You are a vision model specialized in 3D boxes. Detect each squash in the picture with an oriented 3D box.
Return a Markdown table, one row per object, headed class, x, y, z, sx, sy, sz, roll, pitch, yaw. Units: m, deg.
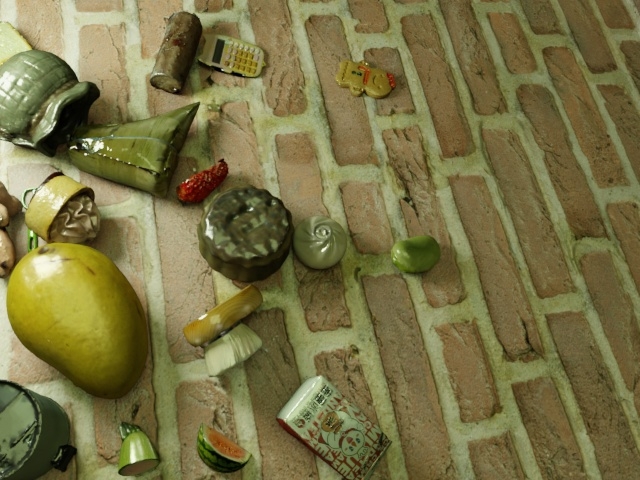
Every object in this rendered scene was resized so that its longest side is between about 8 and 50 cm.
| class | x | y | z | sx | sy | sz | roll | pitch | yaw |
| --- | --- | --- | --- | --- | --- | --- | --- | --- | --- |
| squash | -0.473 | 0.524 | 1.414 | 0.105 | 0.105 | 0.132 | -12 | 52 | -16 |

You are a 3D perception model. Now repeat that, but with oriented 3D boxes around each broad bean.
| class | x | y | z | sx | sy | sz | roll | pitch | yaw |
| --- | --- | --- | --- | --- | --- | --- | --- | --- | --- |
| broad bean | 0.307 | 0.044 | 1.772 | 0.174 | 0.082 | 0.124 | -11 | 69 | -15 |

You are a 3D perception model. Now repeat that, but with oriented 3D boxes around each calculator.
| class | x | y | z | sx | sy | sz | roll | pitch | yaw |
| --- | --- | --- | --- | --- | --- | --- | --- | --- | --- |
| calculator | -0.312 | -0.653 | 1.960 | 0.236 | 0.033 | 0.157 | 12 | 65 | -9 |

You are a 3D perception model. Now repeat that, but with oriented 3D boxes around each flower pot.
| class | x | y | z | sx | sy | sz | roll | pitch | yaw |
| --- | --- | --- | --- | --- | --- | --- | --- | --- | --- |
| flower pot | -0.819 | -0.392 | 1.613 | 0.213 | 0.302 | 0.302 | 34 | 65 | -10 |

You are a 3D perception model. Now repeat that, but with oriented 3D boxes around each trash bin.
| class | x | y | z | sx | sy | sz | roll | pitch | yaw |
| --- | --- | --- | --- | --- | --- | --- | --- | --- | --- |
| trash bin | -0.730 | 0.451 | 1.281 | 0.277 | 0.262 | 0.217 | 23 | 65 | -2 |

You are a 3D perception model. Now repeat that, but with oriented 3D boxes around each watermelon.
| class | x | y | z | sx | sy | sz | roll | pitch | yaw |
| --- | --- | --- | --- | --- | --- | --- | --- | --- | --- |
| watermelon | -0.265 | 0.557 | 1.444 | 0.163 | 0.069 | 0.087 | 31 | 66 | 0 |

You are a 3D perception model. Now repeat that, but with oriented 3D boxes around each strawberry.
| class | x | y | z | sx | sy | sz | roll | pitch | yaw |
| --- | --- | --- | --- | --- | --- | --- | --- | --- | --- |
| strawberry | -0.356 | -0.178 | 1.704 | 0.188 | 0.121 | 0.082 | -33 | 97 | -21 |

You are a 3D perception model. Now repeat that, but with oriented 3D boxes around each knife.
| class | x | y | z | sx | sy | sz | roll | pitch | yaw |
| --- | --- | --- | --- | --- | --- | --- | --- | --- | --- |
| knife | -0.852 | -0.059 | 1.604 | 0.054 | 0.015 | 0.212 | -7 | 70 | -14 |

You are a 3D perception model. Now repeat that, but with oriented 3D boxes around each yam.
| class | x | y | z | sx | sy | sz | roll | pitch | yaw |
| --- | --- | --- | --- | --- | --- | --- | --- | --- | --- |
| yam | -0.486 | -0.633 | 1.863 | 0.131 | 0.131 | 0.280 | 13 | 68 | -7 |

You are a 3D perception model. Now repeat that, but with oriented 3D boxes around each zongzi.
| class | x | y | z | sx | sy | sz | roll | pitch | yaw |
| --- | --- | --- | --- | --- | --- | --- | --- | --- | --- |
| zongzi | -0.569 | -0.339 | 1.701 | 0.323 | 0.160 | 0.360 | 19 | 66 | -5 |

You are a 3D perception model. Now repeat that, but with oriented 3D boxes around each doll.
| class | x | y | z | sx | sy | sz | roll | pitch | yaw |
| --- | --- | --- | --- | --- | --- | --- | --- | --- | --- |
| doll | -0.891 | -0.047 | 1.530 | 0.156 | 0.201 | 0.303 | -15 | 74 | -57 |

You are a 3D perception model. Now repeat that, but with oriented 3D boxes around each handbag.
| class | x | y | z | sx | sy | sz | roll | pitch | yaw |
| --- | --- | --- | --- | --- | --- | --- | --- | --- | --- |
| handbag | 0.040 | 0.521 | 1.491 | 0.298 | 0.151 | 0.171 | 43 | 70 | 0 |

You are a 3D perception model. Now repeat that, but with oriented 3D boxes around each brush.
| class | x | y | z | sx | sy | sz | roll | pitch | yaw |
| --- | --- | --- | --- | --- | --- | --- | --- | --- | --- |
| brush | -0.238 | 0.244 | 1.539 | 0.266 | 0.174 | 0.166 | -36 | 92 | -39 |

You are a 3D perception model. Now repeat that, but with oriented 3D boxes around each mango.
| class | x | y | z | sx | sy | sz | roll | pitch | yaw |
| --- | --- | --- | --- | --- | --- | --- | --- | --- | --- |
| mango | -0.621 | 0.210 | 1.433 | 0.301 | 0.220 | 0.445 | -28 | 79 | -23 |

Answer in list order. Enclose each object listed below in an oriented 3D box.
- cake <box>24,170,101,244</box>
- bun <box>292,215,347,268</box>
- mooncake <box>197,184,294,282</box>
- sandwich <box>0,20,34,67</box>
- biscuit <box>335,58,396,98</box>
| class | x | y | z | sx | sy | sz | roll | pitch | yaw |
| --- | --- | --- | --- | --- | --- | --- | --- | --- | --- |
| cake | -0.700 | -0.076 | 1.552 | 0.178 | 0.185 | 0.208 | 24 | 54 | -4 |
| bun | 0.000 | 0.000 | 1.706 | 0.172 | 0.120 | 0.173 | 3 | 68 | -8 |
| mooncake | -0.223 | -0.028 | 1.647 | 0.290 | 0.161 | 0.290 | 5 | 65 | -11 |
| sandwich | -1.045 | -0.592 | 1.759 | 0.186 | 0.065 | 0.214 | 45 | 67 | 9 |
| biscuit | 0.171 | -0.596 | 2.037 | 0.225 | 0.036 | 0.166 | 19 | 64 | -4 |
